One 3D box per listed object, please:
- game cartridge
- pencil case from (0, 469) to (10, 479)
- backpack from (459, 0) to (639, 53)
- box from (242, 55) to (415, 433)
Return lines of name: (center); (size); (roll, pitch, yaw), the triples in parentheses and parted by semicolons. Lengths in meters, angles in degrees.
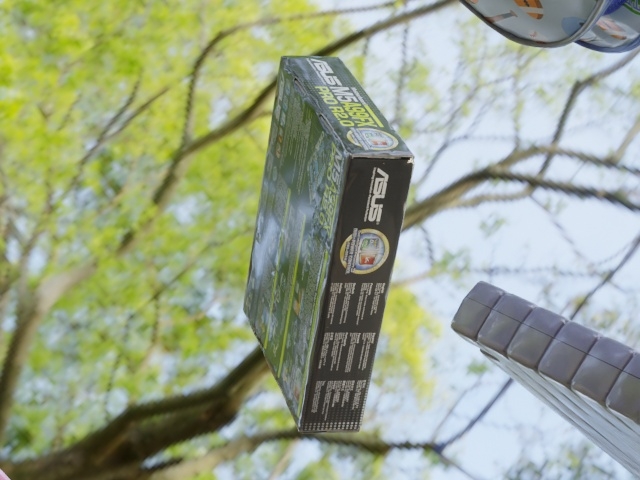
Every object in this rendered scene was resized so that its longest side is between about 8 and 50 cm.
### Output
game cartridge: (0.280, 0.162, 1.236); (0.355, 0.068, 0.230); (39, -11, -34)
pencil case: (-0.479, 0.362, 1.690); (0.167, 0.160, 0.386); (37, -90, 20)
backpack: (0.153, -0.231, 0.950); (0.276, 0.213, 0.263); (51, -11, 15)
box: (0.000, 0.000, 1.442); (0.060, 0.216, 0.270); (0, -63, -19)
